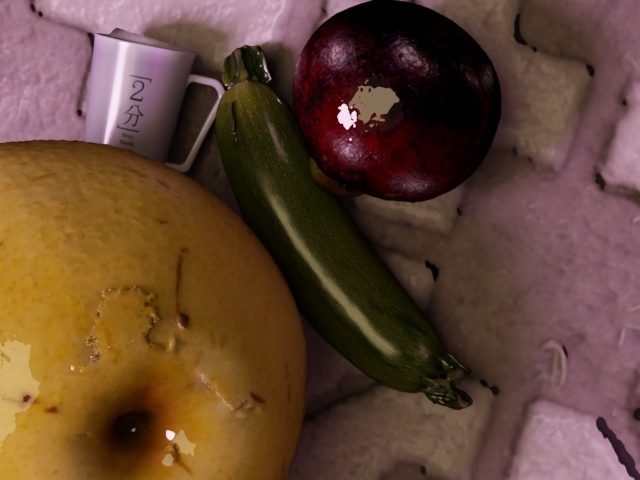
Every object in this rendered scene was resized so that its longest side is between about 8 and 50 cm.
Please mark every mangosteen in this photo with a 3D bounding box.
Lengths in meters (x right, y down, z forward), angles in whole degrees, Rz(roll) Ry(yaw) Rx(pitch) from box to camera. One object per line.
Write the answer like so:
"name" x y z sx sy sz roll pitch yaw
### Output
"mangosteen" 0.047 -0.089 1.240 0.152 0.152 0.152 0 89 20

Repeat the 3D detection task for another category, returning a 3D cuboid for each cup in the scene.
"cup" -0.125 -0.096 1.348 0.104 0.074 0.116 10 97 -8

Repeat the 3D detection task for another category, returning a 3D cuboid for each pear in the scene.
"pear" -0.180 0.096 1.218 0.348 0.348 0.348 0 89 20

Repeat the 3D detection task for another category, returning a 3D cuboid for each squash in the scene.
"squash" -0.002 0.000 1.295 0.318 0.080 0.071 58 146 13
